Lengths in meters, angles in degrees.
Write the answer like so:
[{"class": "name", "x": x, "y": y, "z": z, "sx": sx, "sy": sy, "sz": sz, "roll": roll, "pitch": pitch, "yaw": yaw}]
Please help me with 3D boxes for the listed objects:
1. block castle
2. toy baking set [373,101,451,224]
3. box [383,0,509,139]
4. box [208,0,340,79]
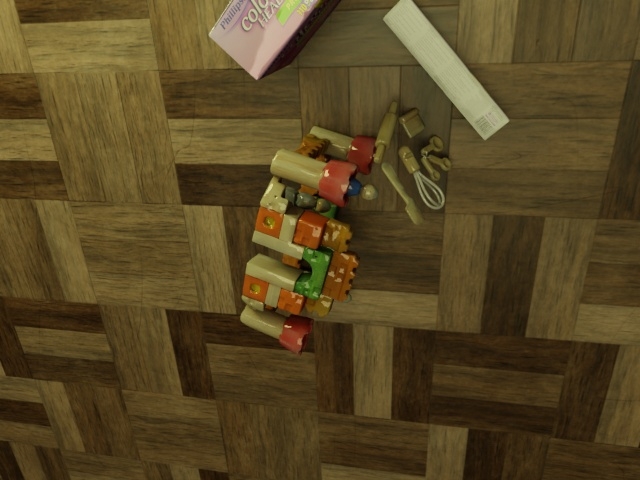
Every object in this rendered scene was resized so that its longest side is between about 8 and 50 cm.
[{"class": "block castle", "x": 0.000, "y": 0.000, "z": 1.090, "sx": 0.213, "sy": 0.303, "sz": 0.453, "roll": 20, "pitch": 118, "yaw": 9}, {"class": "toy baking set", "x": 0.193, "y": -0.166, "z": 1.012, "sx": 0.197, "sy": 0.256, "sz": 0.030, "roll": 34, "pitch": 148, "yaw": -17}, {"class": "box", "x": 0.256, "y": -0.346, "z": 0.998, "sx": 0.324, "sy": 0.063, "sz": 0.067, "roll": 45, "pitch": 115, "yaw": -11}, {"class": "box", "x": -0.063, "y": -0.435, "z": 0.924, "sx": 0.117, "sy": 0.243, "sz": 0.213, "roll": 42, "pitch": 116, "yaw": -9}]
